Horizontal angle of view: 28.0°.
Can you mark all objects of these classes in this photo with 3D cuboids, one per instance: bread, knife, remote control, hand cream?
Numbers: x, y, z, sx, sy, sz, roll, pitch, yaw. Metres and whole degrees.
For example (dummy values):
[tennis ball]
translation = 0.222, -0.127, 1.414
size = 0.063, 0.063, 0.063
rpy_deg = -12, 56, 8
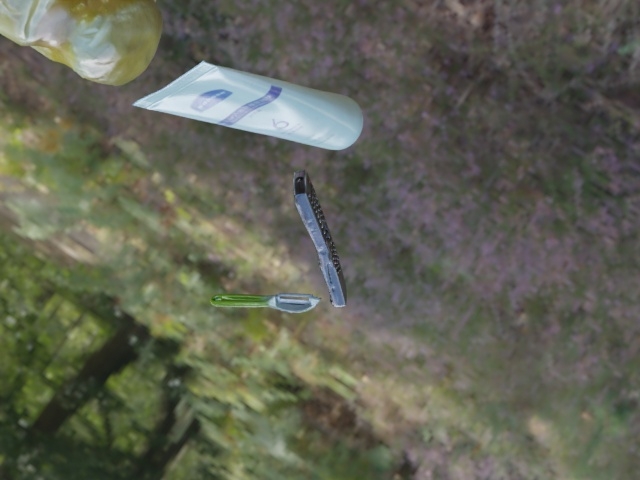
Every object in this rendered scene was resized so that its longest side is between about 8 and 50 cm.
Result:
[bread]
translation = -0.339, -0.347, 1.620
size = 0.341, 0.210, 0.300
rpy_deg = 36, -172, 27
[knife]
translation = -0.070, 0.080, 1.648
size = 0.184, 0.022, 0.026
rpy_deg = 0, 117, 37
[remote control]
translation = 0.000, 0.000, 1.696
size = 0.028, 0.059, 0.212
rpy_deg = -10, 129, 12
[hand cream]
translation = -0.065, -0.158, 1.477
size = 0.109, 0.067, 0.321
rpy_deg = -24, 161, 34
